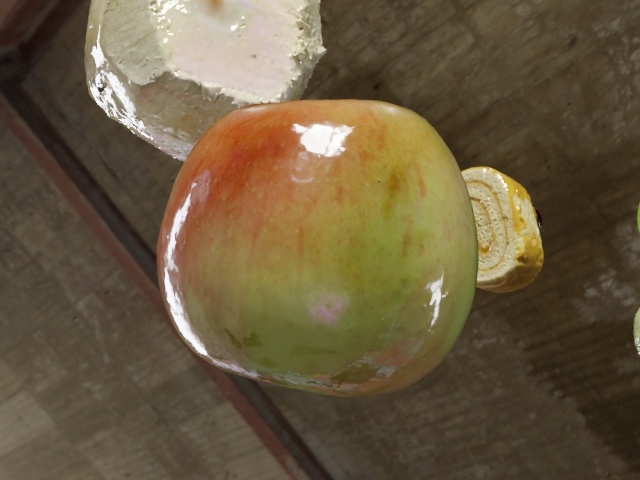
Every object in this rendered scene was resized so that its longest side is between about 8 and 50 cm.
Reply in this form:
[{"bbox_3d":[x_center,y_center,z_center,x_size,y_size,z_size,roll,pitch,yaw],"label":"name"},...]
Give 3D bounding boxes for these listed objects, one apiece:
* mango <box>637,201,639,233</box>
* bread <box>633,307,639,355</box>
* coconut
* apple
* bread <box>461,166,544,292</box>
[{"bbox_3d":[0.522,-0.062,0.964,0.343,0.155,0.192,-47,-126,56],"label":"mango"},{"bbox_3d":[0.424,0.197,0.878,0.286,0.207,0.056,43,-49,-12],"label":"bread"},{"bbox_3d":[-0.203,-0.321,1.379,0.404,0.404,0.405,16,-54,23],"label":"coconut"},{"bbox_3d":[0.000,0.000,0.803,0.319,0.319,0.277,10,-90,27],"label":"apple"},{"bbox_3d":[0.195,-0.009,0.972,0.122,0.073,0.149,-24,-116,38],"label":"bread"}]
